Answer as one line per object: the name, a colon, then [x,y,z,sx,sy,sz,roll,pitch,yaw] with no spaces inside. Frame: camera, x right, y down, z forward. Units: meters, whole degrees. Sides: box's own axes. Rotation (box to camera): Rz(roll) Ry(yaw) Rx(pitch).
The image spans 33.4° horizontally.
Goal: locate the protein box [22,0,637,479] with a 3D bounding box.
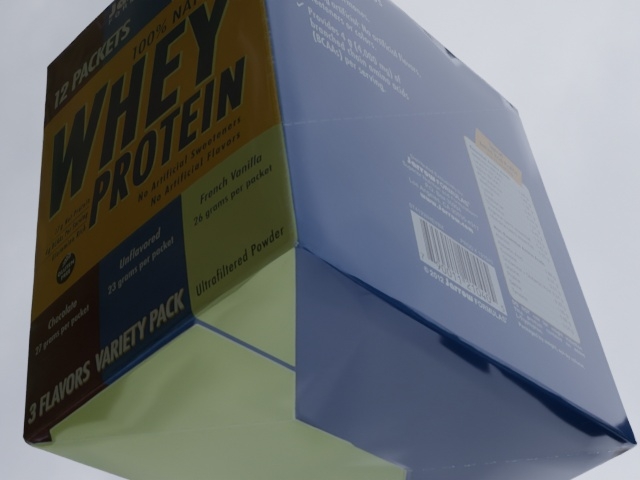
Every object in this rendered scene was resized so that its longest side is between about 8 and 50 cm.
protein box: [0.000,0.000,0.455,0.136,0.200,0.201,-36,-137,27]
